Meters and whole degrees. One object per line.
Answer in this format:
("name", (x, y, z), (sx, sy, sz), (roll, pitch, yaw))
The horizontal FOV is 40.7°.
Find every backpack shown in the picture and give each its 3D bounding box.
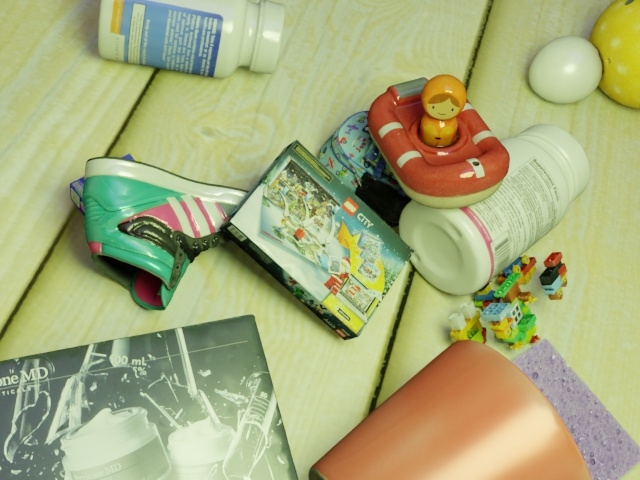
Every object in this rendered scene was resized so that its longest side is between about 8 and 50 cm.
("backpack", (0.093, -0.134, 1.318), (0.173, 0.117, 0.158), (35, 56, 11))

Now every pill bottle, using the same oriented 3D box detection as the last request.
("pill bottle", (0.265, -0.055, 1.287), (0.283, 0.160, 0.160), (-34, 73, -30))
("pill bottle", (-0.199, -0.336, 1.343), (0.272, 0.152, 0.152), (9, 57, -10))

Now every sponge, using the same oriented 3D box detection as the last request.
("sponge", (0.338, 0.247, 1.199), (0.117, 0.031, 0.210), (-29, 71, -28))

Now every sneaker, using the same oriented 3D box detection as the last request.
("sneaker", (-0.182, 0.009, 1.156), (0.295, 0.124, 0.178), (14, 75, -30))

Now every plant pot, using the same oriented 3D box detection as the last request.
("plant pot", (0.136, 0.289, 1.000), (0.243, 0.275, 0.275), (-27, 69, -17))

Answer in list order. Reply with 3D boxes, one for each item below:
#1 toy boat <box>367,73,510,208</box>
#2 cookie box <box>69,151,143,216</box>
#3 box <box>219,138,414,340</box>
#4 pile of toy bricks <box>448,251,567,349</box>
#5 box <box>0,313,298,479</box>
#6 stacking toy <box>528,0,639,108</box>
("toy boat", (0.162, -0.156, 1.165), (0.151, 0.151, 0.231), (-17, 53, -14))
("cookie box", (-0.283, -0.063, 1.218), (0.107, 0.040, 0.092), (-33, 71, -30))
("box", (0.000, 0.000, 1.170), (0.233, 0.044, 0.159), (43, 61, -12))
("pile of toy bricks", (0.285, 0.106, 1.243), (0.212, 0.118, 0.105), (-38, 113, -41))
("box", (-0.210, 0.277, 0.923), (0.343, 0.179, 0.313), (-9, 68, -22))
("stacking toy", (0.598, -0.340, 1.506), (0.479, 0.351, 0.351), (-16, 63, -6))
